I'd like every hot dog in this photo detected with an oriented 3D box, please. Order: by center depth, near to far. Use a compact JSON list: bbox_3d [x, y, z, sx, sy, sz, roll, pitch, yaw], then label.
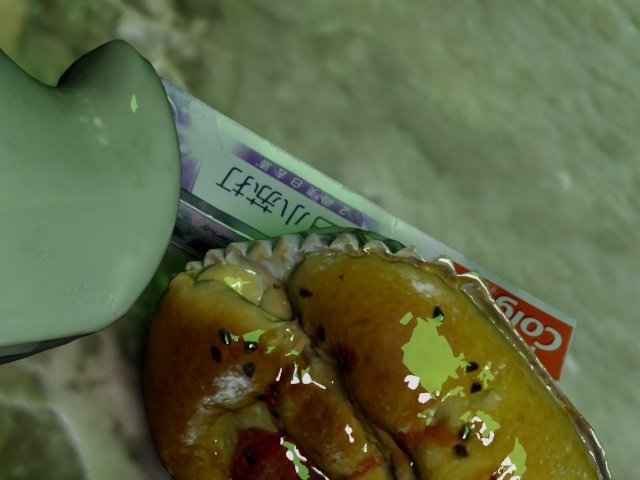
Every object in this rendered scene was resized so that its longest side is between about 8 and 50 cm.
[{"bbox_3d":[0.039,0.106,0.482,0.252,0.131,0.069,59,33,-4],"label":"hot dog"}]

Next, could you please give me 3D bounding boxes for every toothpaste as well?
[{"bbox_3d":[0.000,0.000,0.539,0.196,0.040,0.047,30,63,-18],"label":"toothpaste"}]

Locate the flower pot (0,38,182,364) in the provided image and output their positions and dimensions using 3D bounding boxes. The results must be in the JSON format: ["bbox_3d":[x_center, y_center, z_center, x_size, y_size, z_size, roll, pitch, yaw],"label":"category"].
[{"bbox_3d":[-0.225,-0.071,0.364,0.368,0.164,0.254,-9,84,-31],"label":"flower pot"}]
